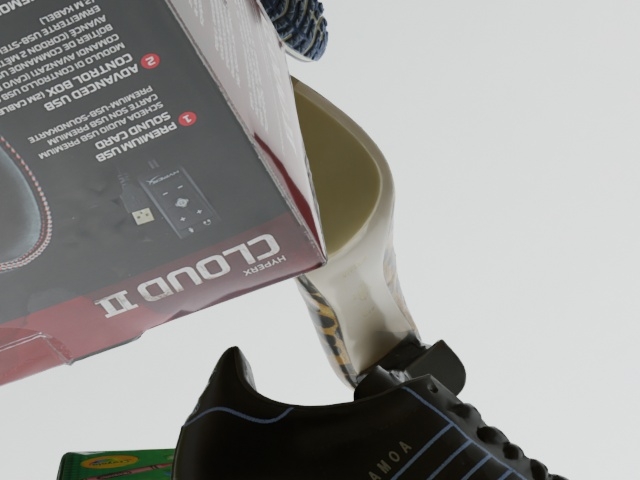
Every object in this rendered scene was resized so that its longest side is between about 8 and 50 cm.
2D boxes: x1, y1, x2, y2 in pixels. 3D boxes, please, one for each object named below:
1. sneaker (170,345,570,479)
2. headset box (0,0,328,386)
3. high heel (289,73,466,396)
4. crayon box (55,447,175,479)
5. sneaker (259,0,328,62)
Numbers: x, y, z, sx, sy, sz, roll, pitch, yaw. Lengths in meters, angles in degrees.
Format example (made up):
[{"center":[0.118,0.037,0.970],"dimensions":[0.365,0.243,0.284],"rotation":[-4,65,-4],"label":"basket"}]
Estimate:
[{"center":[0.057,0.101,0.632],"dimensions":[0.232,0.081,0.090],"rotation":[11,-104,3],"label":"sneaker"},{"center":[-0.143,-0.060,0.473],"dimensions":[0.218,0.293,0.110],"rotation":[-21,-132,11],"label":"headset box"},{"center":[0.000,0.000,1.161],"dimensions":[0.093,0.261,0.186],"rotation":[-30,-174,-14],"label":"high heel"},{"center":[-0.057,0.245,1.258],"dimensions":[0.279,0.165,0.081],"rotation":[-2,-167,-5],"label":"crayon box"},{"center":[-0.052,-0.178,1.206],"dimensions":[0.058,0.135,0.052],"rotation":[-19,-146,57],"label":"sneaker"}]
